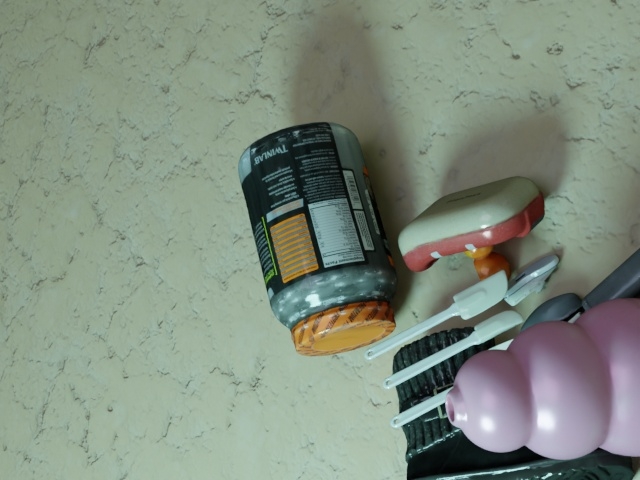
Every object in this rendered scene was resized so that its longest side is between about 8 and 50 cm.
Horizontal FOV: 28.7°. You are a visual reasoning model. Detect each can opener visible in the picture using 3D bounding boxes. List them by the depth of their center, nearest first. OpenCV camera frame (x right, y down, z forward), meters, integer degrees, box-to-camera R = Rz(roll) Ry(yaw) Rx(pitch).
[{"bbox_3d":[0.386,0.069,1.734,0.283,0.076,0.095,-47,58,25],"label":"can opener"}]

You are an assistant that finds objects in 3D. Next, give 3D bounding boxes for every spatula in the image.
[{"bbox_3d":[0.183,0.161,1.784,0.242,0.019,0.168,-29,54,13],"label":"spatula"}]

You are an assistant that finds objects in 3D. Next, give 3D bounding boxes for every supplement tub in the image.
[{"bbox_3d":[0.000,0.000,1.994,0.207,0.207,0.338,-28,67,35],"label":"supplement tub"}]

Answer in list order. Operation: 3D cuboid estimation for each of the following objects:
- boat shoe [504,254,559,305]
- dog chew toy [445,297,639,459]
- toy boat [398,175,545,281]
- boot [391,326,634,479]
[{"bbox_3d":[0.311,0.060,1.829,0.100,0.035,0.035,-38,15,11],"label":"boat shoe"},{"bbox_3d":[0.323,0.189,1.605,0.206,0.332,0.206,171,90,-79],"label":"dog chew toy"},{"bbox_3d":[0.232,0.006,1.855,0.231,0.151,0.151,-15,104,39],"label":"toy boat"},{"bbox_3d":[0.262,0.245,1.787,0.348,0.131,0.260,-10,58,21],"label":"boot"}]
